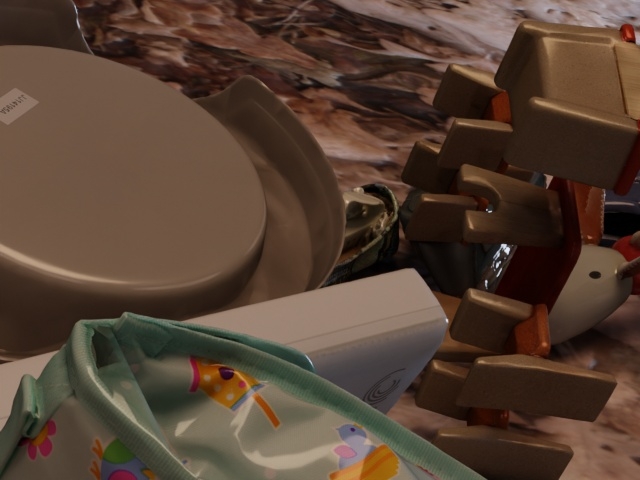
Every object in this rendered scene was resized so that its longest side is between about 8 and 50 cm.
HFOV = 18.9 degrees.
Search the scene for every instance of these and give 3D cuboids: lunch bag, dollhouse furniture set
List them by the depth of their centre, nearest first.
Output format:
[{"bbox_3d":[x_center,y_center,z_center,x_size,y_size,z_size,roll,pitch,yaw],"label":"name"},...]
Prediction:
[{"bbox_3d":[-0.038,0.168,0.764,0.262,0.223,0.160,33,29,-9],"label":"lunch bag"},{"bbox_3d":[0.152,-0.009,1.224,0.135,0.259,0.262,10,46,-12],"label":"dollhouse furniture set"}]

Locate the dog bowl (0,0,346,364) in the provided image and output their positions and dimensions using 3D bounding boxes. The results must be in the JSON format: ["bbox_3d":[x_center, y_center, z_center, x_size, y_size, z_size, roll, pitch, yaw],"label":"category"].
[{"bbox_3d":[-0.163,-0.024,1.241,0.349,0.102,0.349,16,35,-12],"label":"dog bowl"}]

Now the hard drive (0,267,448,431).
[{"bbox_3d":[-0.124,0.126,0.881,0.353,0.233,0.047,-12,58,-43],"label":"hard drive"}]

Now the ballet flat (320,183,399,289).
[{"bbox_3d":[0.000,0.000,1.391,0.070,0.070,0.188,25,28,20],"label":"ballet flat"}]

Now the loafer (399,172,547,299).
[{"bbox_3d":[0.124,-0.022,1.510,0.096,0.084,0.267,-11,13,22],"label":"loafer"}]

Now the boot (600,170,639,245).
[{"bbox_3d":[0.293,-0.025,1.607,0.190,0.069,0.086,2,34,-8],"label":"boot"}]

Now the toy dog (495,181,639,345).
[{"bbox_3d":[0.283,-0.046,1.409,0.220,0.161,0.334,21,46,28],"label":"toy dog"}]
